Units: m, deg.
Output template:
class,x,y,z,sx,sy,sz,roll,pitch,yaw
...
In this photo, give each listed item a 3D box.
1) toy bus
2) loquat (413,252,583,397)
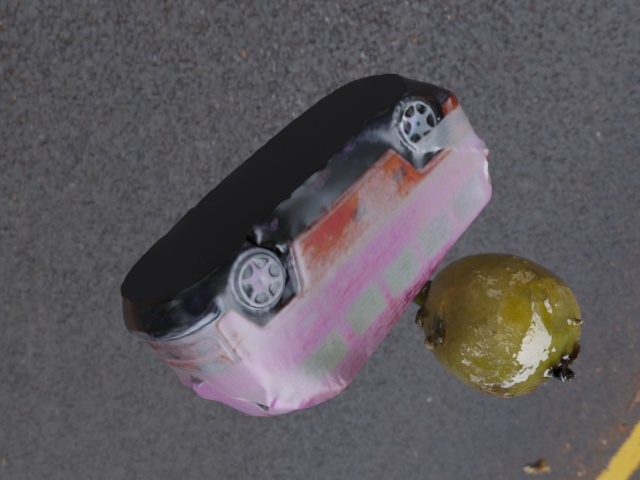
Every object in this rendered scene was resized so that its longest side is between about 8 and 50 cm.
class,x,y,z,sx,sy,sz,roll,pitch,yaw
toy bus,0.000,0.000,0.683,0.128,0.302,0.147,1,131,55
loquat,0.184,0.087,0.960,0.205,0.149,0.172,18,173,28
